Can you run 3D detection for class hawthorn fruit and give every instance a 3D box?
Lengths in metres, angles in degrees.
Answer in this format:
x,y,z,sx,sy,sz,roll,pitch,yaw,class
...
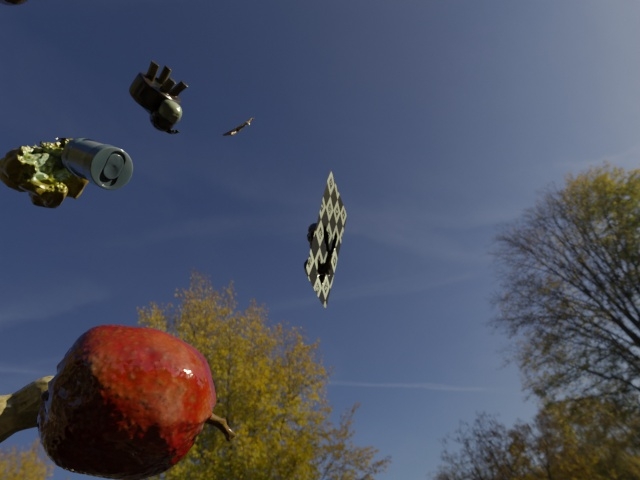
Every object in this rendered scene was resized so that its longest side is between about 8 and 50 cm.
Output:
x,y,z,sx,sy,sz,roll,pitch,yaw,class
-0.236,0.224,0.593,0.253,0.205,0.205,20,-55,-15,hawthorn fruit

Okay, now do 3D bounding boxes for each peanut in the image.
x,y,z,sx,sy,sz,roll,pitch,yaw,class
-0.498,0.280,0.711,0.187,0.082,0.082,-20,-42,-16,peanut

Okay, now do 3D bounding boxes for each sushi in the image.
x,y,z,sx,sy,sz,roll,pitch,yaw,class
0.000,0.000,1.000,0.043,0.280,0.192,2,-32,18,sushi

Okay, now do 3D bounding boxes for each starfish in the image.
x,y,z,sx,sy,sz,roll,pitch,yaw,class
-0.186,-0.242,0.945,0.092,0.086,0.016,-13,-67,34,starfish

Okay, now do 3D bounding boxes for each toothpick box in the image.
x,y,z,sx,sy,sz,roll,pitch,yaw,class
-0.530,-0.185,1.023,0.101,0.153,0.101,-27,-52,-42,toothpick box

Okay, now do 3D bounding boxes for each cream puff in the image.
x,y,z,sx,sy,sz,roll,pitch,yaw,class
-0.776,-0.183,1.227,0.221,0.194,0.195,-23,-35,-40,cream puff

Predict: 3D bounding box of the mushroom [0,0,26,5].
x,y,z,sx,sy,sz,roll,pitch,yaw,class
-0.632,-0.545,0.874,0.127,0.127,0.087,-47,-30,23,mushroom

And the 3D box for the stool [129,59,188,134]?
x,y,z,sx,sy,sz,roll,pitch,yaw,class
-0.419,-0.378,1.140,0.121,0.217,0.125,-42,-29,17,stool
